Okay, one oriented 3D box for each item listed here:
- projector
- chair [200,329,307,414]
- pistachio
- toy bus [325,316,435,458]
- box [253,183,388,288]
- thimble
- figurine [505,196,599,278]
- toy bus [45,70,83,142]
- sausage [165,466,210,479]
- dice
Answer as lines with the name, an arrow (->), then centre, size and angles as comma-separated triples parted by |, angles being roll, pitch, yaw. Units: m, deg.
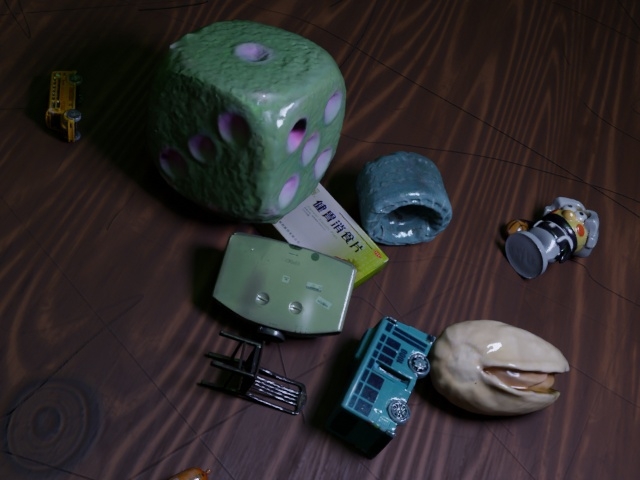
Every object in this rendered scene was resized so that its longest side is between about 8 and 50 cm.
projector -> -0.077, 0.107, 1.905 | 0.269, 0.088, 0.194 | 16, 72, -1
chair -> -0.111, 0.256, 1.802 | 0.212, 0.101, 0.084 | 19, 51, -9
pistachio -> 0.372, 0.269, 1.965 | 0.318, 0.214, 0.193 | 16, 94, -25
toy bus -> 0.120, 0.281, 1.872 | 0.147, 0.128, 0.256 | 30, 51, 0
box -> -0.001, 0.000, 2.063 | 0.175, 0.062, 0.260 | -32, 73, -37
thimble -> 0.186, -0.089, 2.132 | 0.235, 0.198, 0.143 | 32, 38, -46
figurine -> 0.559, -0.013, 2.285 | 0.236, 0.133, 0.176 | -25, 50, -29
toy bus -> -0.547, -0.287, 2.020 | 0.074, 0.070, 0.162 | 2, 53, -13
sausage -> -0.325, 0.469, 1.582 | 0.347, 0.053, 0.053 | -24, 69, -35
dice -> -0.154, -0.246, 1.966 | 0.322, 0.330, 0.318 | 28, 42, 18
